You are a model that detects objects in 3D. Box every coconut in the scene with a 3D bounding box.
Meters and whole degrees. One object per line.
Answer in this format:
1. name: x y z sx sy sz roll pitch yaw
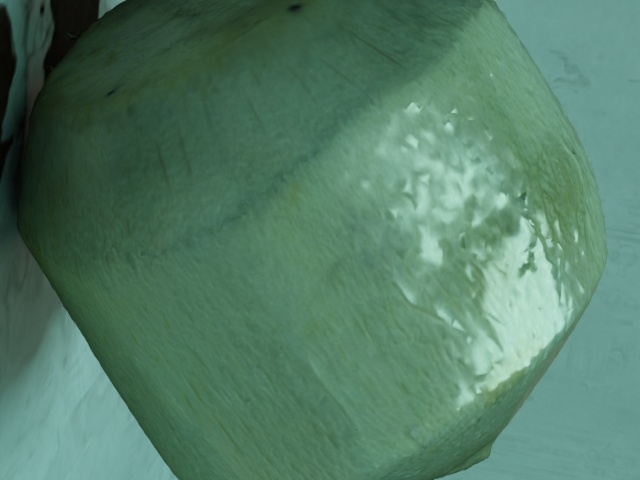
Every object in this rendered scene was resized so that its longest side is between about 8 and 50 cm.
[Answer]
1. coconut: 0.000 0.000 0.841 0.247 0.245 0.245 62 24 -22
